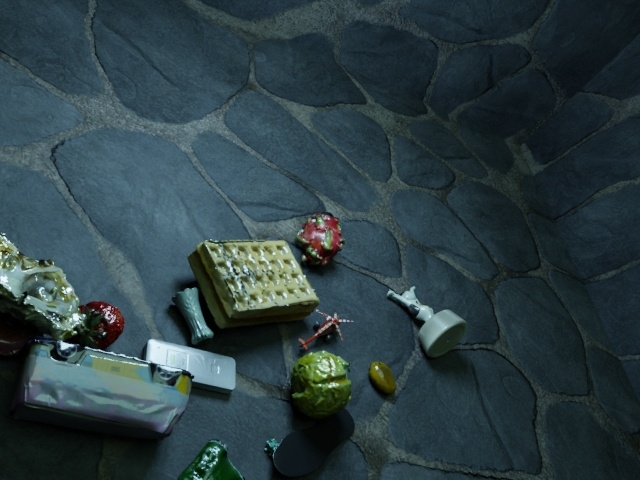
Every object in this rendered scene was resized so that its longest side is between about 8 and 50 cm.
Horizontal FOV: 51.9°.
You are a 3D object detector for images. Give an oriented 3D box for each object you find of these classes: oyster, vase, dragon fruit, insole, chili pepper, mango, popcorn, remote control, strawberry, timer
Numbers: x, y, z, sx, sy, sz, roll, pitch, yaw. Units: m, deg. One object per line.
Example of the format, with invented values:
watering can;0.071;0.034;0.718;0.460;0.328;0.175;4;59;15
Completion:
oyster;-0.675;0.120;1.517;0.354;0.107;0.201;43;12;37
vase;-0.344;0.211;1.797;0.081;0.081;0.148;-8;63;-44
dragon fruit;0.000;0.000;2.234;0.166;0.160;0.171;65;17;-50
insole;-0.011;0.544;1.789;0.119;0.009;0.348;54;34;12
chili pepper;-0.290;0.577;1.477;0.270;0.099;0.136;-31;101;-57
mango;0.196;0.432;2.066;0.114;0.057;0.079;54;35;2
popcorn;0.007;0.400;1.842;0.197;0.198;0.212;63;7;25
remote control;-0.339;0.329;1.719;0.250;0.034;0.103;19;43;-27
strawberry;-0.547;0.208;1.608;0.131;0.148;0.131;1;80;-5
timer;0.366;0.262;2.324;0.175;0.175;0.266;-3;40;-42

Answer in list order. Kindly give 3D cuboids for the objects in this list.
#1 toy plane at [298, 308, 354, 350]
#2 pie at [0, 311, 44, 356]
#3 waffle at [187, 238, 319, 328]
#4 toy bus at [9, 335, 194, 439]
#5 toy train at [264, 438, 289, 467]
toy plane;0.008;0.289;2.030;0.126;0.077;0.194;35;46;-3
pie;-0.724;0.187;1.511;0.182;0.049;0.182;28;34;-22
waffle;-0.191;0.117;1.938;0.376;0.114;0.260;2;55;-52
toy bus;-0.486;0.347;1.480;0.387;0.171;0.162;19;61;-25
toy train;-0.106;0.555;1.709;0.092;0.029;0.045;50;31;12
